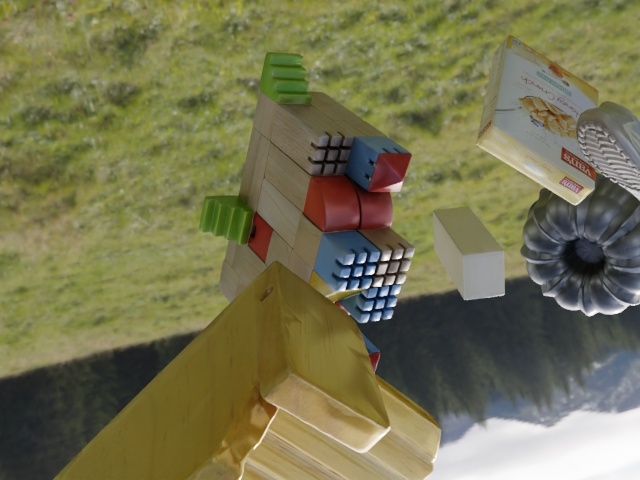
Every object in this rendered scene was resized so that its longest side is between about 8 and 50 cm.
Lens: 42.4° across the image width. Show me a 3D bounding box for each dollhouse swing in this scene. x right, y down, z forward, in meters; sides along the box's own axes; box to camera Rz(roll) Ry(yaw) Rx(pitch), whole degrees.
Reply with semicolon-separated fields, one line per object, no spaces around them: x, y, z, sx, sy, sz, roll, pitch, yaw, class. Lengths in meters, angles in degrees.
-0.049;0.257;0.722;0.347;0.305;0.315;-44;-164;8;dollhouse swing

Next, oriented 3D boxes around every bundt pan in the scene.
0.578;0.023;1.782;0.331;0.330;0.124;-28;-174;45;bundt pan

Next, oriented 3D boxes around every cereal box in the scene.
0.320;-0.180;1.195;0.173;0.240;0.047;29;136;-10;cereal box

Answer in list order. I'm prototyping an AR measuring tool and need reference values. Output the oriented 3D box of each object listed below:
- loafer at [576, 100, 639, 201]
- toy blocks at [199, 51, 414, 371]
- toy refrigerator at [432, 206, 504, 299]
0.425;-0.099;1.043;0.268;0.092;0.102;36;178;-30;loafer
0.000;0.000;0.998;0.191;0.261;0.381;-4;121;-35;toy blocks
0.315;0.020;1.758;0.094;0.102;0.269;-7;-159;-3;toy refrigerator
